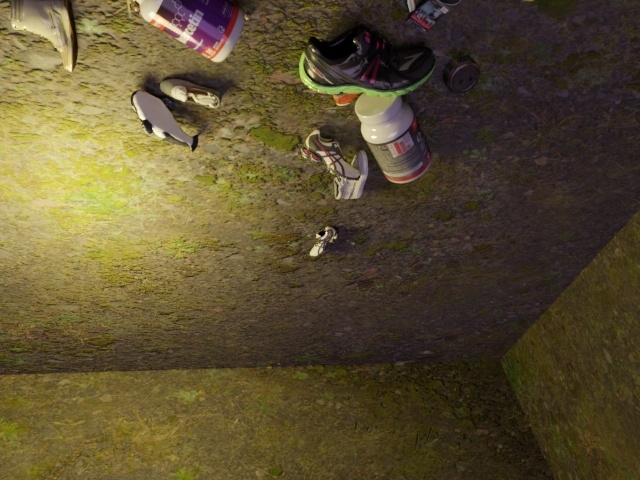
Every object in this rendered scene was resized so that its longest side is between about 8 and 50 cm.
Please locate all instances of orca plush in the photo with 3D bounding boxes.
[{"bbox_3d":[-0.576,-0.436,1.738,0.287,0.102,0.151,22,83,-44],"label":"orca plush"}]

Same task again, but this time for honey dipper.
[{"bbox_3d":[-0.282,-0.749,1.490,0.030,0.031,0.160,-36,137,24],"label":"honey dipper"}]

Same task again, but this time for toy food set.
[{"bbox_3d":[-0.530,-0.722,1.463,0.122,0.019,0.078,-1,136,-12],"label":"toy food set"}]

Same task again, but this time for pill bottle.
[{"bbox_3d":[-0.399,-0.687,1.411,0.322,0.182,0.181,23,127,-32],"label":"pill bottle"},{"bbox_3d":[0.282,-0.409,1.845,0.210,0.210,0.363,-25,137,14],"label":"pill bottle"}]

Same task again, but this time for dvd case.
[{"bbox_3d":[0.360,-0.760,1.606,0.087,0.013,0.119,19,151,-29],"label":"dvd case"}]

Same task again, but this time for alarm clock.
[{"bbox_3d":[0.528,-0.632,1.779,0.129,0.064,0.192,-14,134,3],"label":"alarm clock"}]

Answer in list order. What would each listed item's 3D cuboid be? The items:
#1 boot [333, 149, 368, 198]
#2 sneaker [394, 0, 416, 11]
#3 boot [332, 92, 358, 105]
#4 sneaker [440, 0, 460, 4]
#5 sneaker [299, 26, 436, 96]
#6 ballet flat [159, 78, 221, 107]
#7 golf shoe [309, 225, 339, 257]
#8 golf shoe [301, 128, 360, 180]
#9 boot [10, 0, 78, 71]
[{"bbox_3d":[0.124,-0.272,2.040,0.123,0.095,0.258,-9,139,-13],"label":"boot"},{"bbox_3d":[0.175,-0.803,1.480,0.153,0.099,0.282,-33,127,15],"label":"sneaker"},{"bbox_3d":[0.122,-0.557,1.775,0.157,0.059,0.085,-21,154,4],"label":"boot"},{"bbox_3d":[0.366,-0.821,1.474,0.104,0.147,0.295,-38,133,23],"label":"sneaker"},{"bbox_3d":[0.171,-0.614,1.623,0.482,0.185,0.202,-6,141,-8],"label":"sneaker"},{"bbox_3d":[-0.453,-0.513,1.669,0.213,0.068,0.072,7,134,-19],"label":"ballet flat"},{"bbox_3d":[0.000,0.000,2.331,0.093,0.077,0.198,34,115,-26],"label":"golf shoe"},{"bbox_3d":[0.058,-0.335,1.917,0.272,0.105,0.120,28,108,-13],"label":"golf shoe"},{"bbox_3d":[-0.838,-0.629,1.450,0.165,0.077,0.213,2,131,-15],"label":"boot"}]
